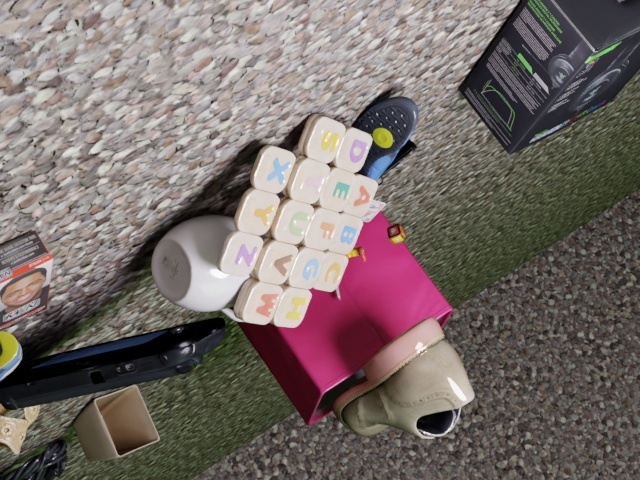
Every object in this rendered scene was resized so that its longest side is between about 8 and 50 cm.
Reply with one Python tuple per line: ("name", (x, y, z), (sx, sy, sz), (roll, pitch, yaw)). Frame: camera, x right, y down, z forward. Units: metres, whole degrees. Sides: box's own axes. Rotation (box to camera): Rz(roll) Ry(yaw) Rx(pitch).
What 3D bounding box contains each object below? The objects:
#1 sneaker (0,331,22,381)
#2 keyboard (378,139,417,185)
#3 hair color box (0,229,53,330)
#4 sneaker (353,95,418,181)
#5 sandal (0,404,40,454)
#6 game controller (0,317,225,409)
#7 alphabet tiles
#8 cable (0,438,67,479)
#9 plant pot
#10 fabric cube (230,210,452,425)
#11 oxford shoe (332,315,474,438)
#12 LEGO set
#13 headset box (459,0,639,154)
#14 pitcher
("sneaker", (-0.436, 0.172, 1.538), (0.144, 0.053, 0.059), (-33, 168, -4))
("keyboard", (0.069, -0.082, 1.827), (0.192, 0.038, 0.100), (-36, -163, 8))
("hair color box", (-0.342, 0.048, 1.358), (0.072, 0.043, 0.141), (-28, 164, -25))
("sneaker", (0.083, -0.143, 1.701), (0.082, 0.069, 0.209), (-45, 175, -41))
("sandal", (-0.473, 0.286, 1.779), (0.240, 0.079, 0.088), (-33, 166, -10))
("game controller", (-0.283, 0.155, 1.603), (0.319, 0.067, 0.166), (-13, -168, 18))
("alphabet tiles", (-0.021, -0.021, 1.593), (0.278, 0.021, 0.284), (15, 98, -57))
("cable", (-0.524, 0.414, 2.186), (0.151, 0.047, 0.184), (-20, 163, -33))
("plant pot", (-0.370, 0.332, 2.146), (0.096, 0.109, 0.109), (-29, 172, 33))
("fabric cube", (0.022, 0.107, 1.976), (0.259, 0.258, 0.254), (-31, 165, -15))
("oxford shoe", (0.122, 0.249, 1.831), (0.140, 0.146, 0.397), (-33, 167, -19))
("LEGO set", (0.000, 0.000, 1.756), (0.244, 0.060, 0.182), (13, 140, -29))
("headset box", (0.375, -0.287, 1.746), (0.246, 0.131, 0.283), (-27, 164, -31))
("pitcher", (-0.126, 0.047, 1.626), (0.207, 0.125, 0.177), (-10, 128, -46))
